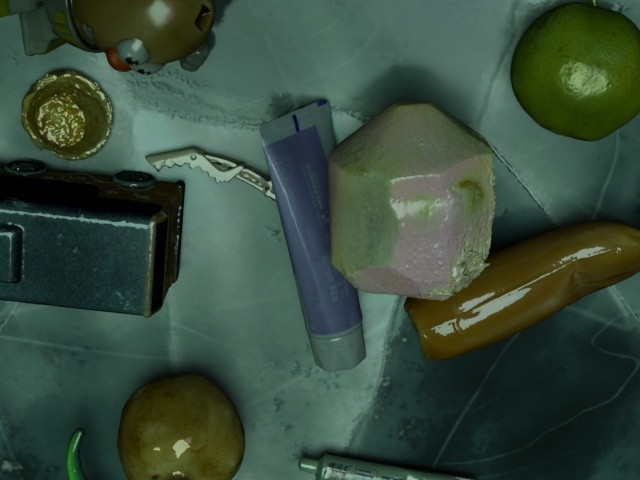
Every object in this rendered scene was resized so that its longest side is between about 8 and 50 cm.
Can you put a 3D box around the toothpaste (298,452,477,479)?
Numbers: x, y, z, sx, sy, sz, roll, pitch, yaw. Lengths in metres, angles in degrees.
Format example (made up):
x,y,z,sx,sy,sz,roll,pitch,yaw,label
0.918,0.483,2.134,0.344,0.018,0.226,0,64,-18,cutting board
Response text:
x,y,z,sx,sy,sz,roll,pitch,yaw,label
0.098,0.357,1.877,0.268,0.047,0.069,13,90,-5,toothpaste

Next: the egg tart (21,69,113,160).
x,y,z,sx,sy,sz,roll,pitch,yaw,label
-0.345,-0.167,1.713,0.129,0.049,0.128,0,109,0,egg tart

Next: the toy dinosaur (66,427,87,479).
x,y,z,sx,sy,sz,roll,pitch,yaw,label
-0.158,0.487,1.886,0.374,0.144,0.500,-8,113,0,toy dinosaur

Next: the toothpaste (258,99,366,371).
x,y,z,sx,sy,sz,roll,pitch,yaw,label
0.000,0.000,1.733,0.125,0.080,0.371,-27,117,-35,toothpaste

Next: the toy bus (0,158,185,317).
x,y,z,sx,sy,sz,roll,pitch,yaw,label
-0.355,-0.006,1.692,0.323,0.194,0.162,6,110,0,toy bus

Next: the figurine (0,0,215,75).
x,y,z,sx,sy,sz,roll,pitch,yaw,label
-0.261,-0.293,1.548,0.285,0.342,0.167,9,100,21,figurine

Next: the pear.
x,y,z,sx,sy,sz,roll,pitch,yaw,label
0.339,-0.238,1.616,0.180,0.166,0.216,13,87,11,pear

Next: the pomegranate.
x,y,z,sx,sy,sz,roll,pitch,yaw,label
-0.198,0.288,1.788,0.196,0.196,0.196,1,109,2,pomegranate

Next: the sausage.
x,y,z,sx,sy,sz,roll,pitch,yaw,label
0.290,0.056,1.724,0.354,0.116,0.134,-23,146,3,sausage

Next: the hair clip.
x,y,z,sx,sy,sz,roll,pitch,yaw,label
-0.127,-0.100,1.736,0.226,0.034,0.072,18,105,-2,hair clip

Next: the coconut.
x,y,z,sx,sy,sz,roll,pitch,yaw,label
0.121,-0.062,1.635,0.233,0.233,0.245,1,114,2,coconut
